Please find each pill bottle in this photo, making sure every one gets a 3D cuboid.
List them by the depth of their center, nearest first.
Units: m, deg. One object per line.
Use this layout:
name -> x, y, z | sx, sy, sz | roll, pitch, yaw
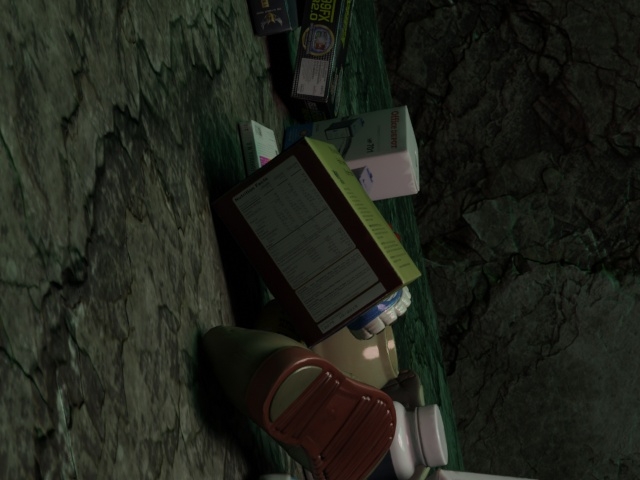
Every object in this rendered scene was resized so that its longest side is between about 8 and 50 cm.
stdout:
pill bottle -> -0.051, 0.115, 1.597 | 0.116, 0.065, 0.065 | -82, 159, -64
pill bottle -> 0.071, 0.268, 1.790 | 0.108, 0.180, 0.107 | -11, 90, -80

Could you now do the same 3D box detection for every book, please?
book -> -0.072, -0.080, 1.788 | 0.096, 0.035, 0.144 | 18, 61, -75

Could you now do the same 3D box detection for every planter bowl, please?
planter bowl -> 0.055, 0.165, 2.021 | 0.162, 0.109, 0.162 | -11, 90, -81

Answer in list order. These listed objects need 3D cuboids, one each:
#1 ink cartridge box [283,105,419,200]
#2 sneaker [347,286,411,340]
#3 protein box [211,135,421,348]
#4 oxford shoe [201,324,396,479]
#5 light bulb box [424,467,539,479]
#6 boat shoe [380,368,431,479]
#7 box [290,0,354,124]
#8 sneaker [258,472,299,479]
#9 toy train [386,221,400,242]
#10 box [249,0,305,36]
ink cartridge box -> 0.045, -0.120, 2.026 | 0.139, 0.191, 0.082 | -87, 163, -55
sneaker -> 0.034, 0.007, 1.977 | 0.147, 0.130, 0.330 | 53, 4, -25
protein box -> 0.000, 0.000, 1.612 | 0.201, 0.136, 0.200 | 56, 9, 4
oxford shoe -> -0.016, 0.175, 1.493 | 0.130, 0.123, 0.348 | 33, -12, 32
light bulb box -> 0.250, 0.513, 1.804 | 0.358, 0.225, 0.361 | 54, 16, 27
boat shoe -> 0.134, 0.346, 2.215 | 0.355, 0.132, 0.130 | -79, 156, -63
box -> 0.009, -0.327, 2.138 | 0.216, 0.060, 0.270 | 60, 38, -81
sneaker -> 0.027, 0.343, 1.547 | 0.366, 0.150, 0.135 | 60, 20, -62
toy train -> 0.085, 0.057, 2.367 | 0.248, 0.105, 0.143 | 43, 48, -74
box -> -0.071, -0.410, 2.060 | 0.232, 0.059, 0.183 | -59, 139, -76
